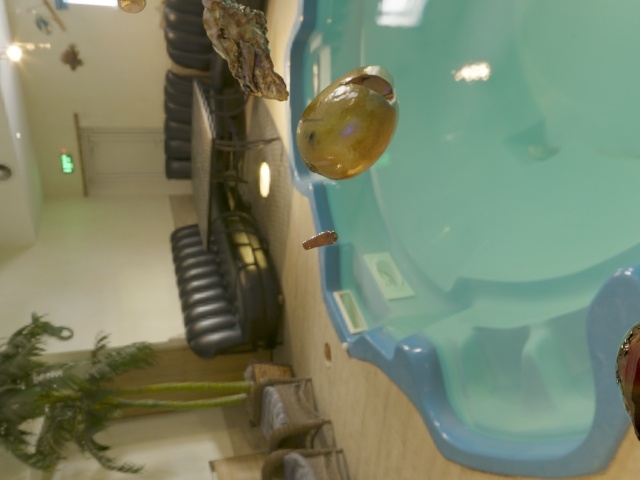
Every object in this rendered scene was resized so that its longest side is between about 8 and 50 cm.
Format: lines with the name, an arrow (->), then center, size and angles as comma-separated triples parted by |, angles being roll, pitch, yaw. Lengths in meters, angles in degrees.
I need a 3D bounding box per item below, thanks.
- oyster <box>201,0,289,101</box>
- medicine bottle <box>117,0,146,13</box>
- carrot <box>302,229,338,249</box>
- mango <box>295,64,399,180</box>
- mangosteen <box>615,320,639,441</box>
oyster -> -0.150, -0.397, 1.158 | 0.083, 0.223, 0.214 | -25, 60, 23
medicine bottle -> -0.353, -0.468, 1.073 | 0.052, 0.052, 0.089 | 120, 138, -59
carrot -> 0.000, 0.000, 1.276 | 0.093, 0.032, 0.032 | -19, 73, 41
mango -> 0.053, -0.205, 0.963 | 0.167, 0.130, 0.262 | -24, 30, 30
mangosteen -> 0.443, 0.190, 0.441 | 0.421, 0.381, 0.380 | -77, -9, -69
